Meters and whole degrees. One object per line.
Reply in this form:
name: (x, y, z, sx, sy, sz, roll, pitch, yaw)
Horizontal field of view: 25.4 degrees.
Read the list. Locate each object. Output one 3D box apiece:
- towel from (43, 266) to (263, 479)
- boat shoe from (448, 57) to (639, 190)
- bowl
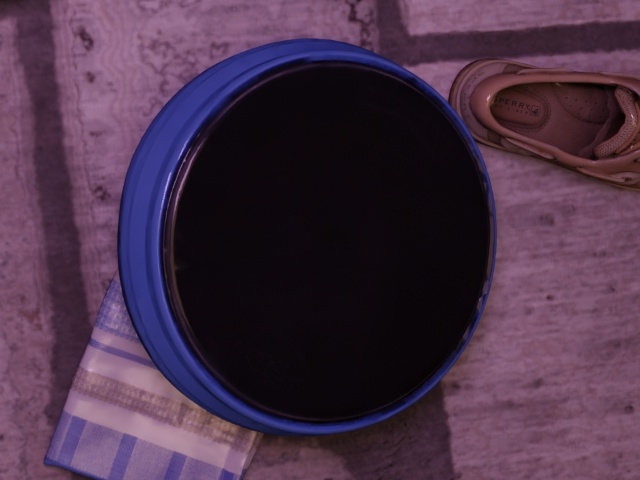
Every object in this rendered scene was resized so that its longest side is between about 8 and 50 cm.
towel: (-0.134, 0.129, 1.433, 0.209, 0.034, 0.285, 22, 95, -15)
boat shoe: (0.304, -0.111, 1.446, 0.341, 0.110, 0.121, 6, 99, -14)
bowl: (0.000, 0.000, 1.369, 0.391, 0.077, 0.391, -2, 95, -26)
